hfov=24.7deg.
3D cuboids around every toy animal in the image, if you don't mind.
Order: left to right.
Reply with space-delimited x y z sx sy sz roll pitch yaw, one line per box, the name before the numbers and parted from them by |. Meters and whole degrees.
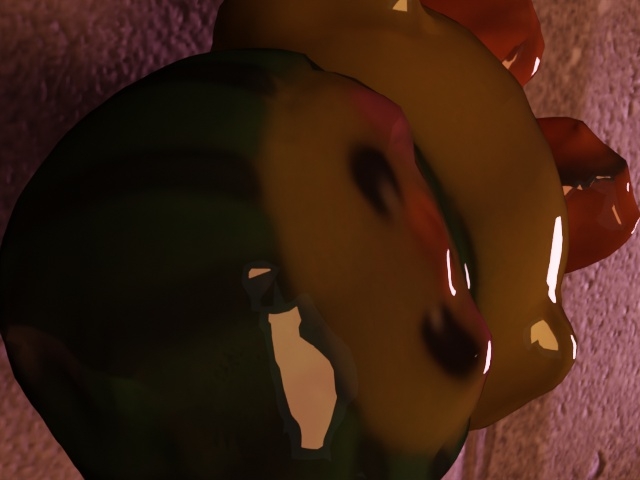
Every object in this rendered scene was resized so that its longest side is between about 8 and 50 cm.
toy animal | -0.003 0.001 0.608 0.216 0.191 0.338 63 32 -10
